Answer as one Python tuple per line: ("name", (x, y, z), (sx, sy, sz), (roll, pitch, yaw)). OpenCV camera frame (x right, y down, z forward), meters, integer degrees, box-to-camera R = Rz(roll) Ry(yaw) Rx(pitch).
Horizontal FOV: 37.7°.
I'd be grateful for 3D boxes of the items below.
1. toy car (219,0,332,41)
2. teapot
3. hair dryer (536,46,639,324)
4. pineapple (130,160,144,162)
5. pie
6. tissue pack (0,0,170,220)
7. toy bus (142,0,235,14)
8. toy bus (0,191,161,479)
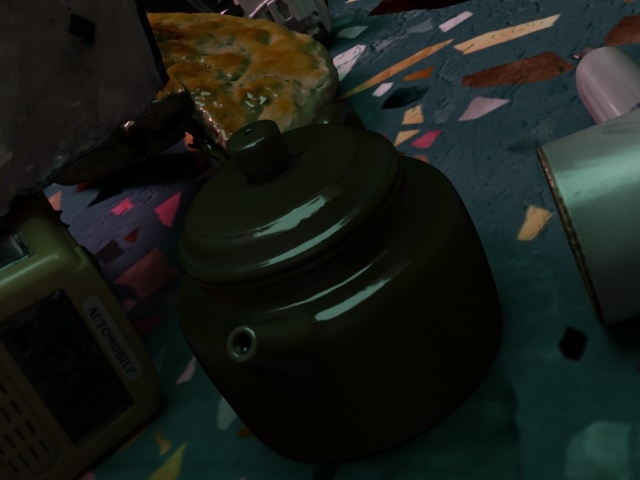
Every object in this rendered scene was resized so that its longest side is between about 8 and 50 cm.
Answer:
("toy car", (-0.048, -0.274, 1.129), (0.139, 0.112, 0.112), (-26, 13, 24))
("teapot", (0.000, 0.000, 0.567), (0.185, 0.175, 0.268), (-13, 32, 21))
("hair dryer", (0.219, -0.086, 0.607), (0.173, 0.108, 0.357), (-19, 24, 12))
("pineapple", (-0.265, -0.132, 1.056), (0.233, 0.135, 0.079), (30, 36, 28))
("pie", (-0.143, -0.154, 0.927), (0.337, 0.075, 0.338), (1, 39, -1))
("tissue pack", (-0.360, -0.173, 0.711), (0.416, 0.264, 0.253), (4, 32, 29))
("toy bus", (-0.108, -0.388, 1.257), (0.330, 0.144, 0.152), (-53, 12, -11))
("toy bus", (-0.273, 0.049, 0.732), (0.201, 0.177, 0.365), (-33, 32, -16))
